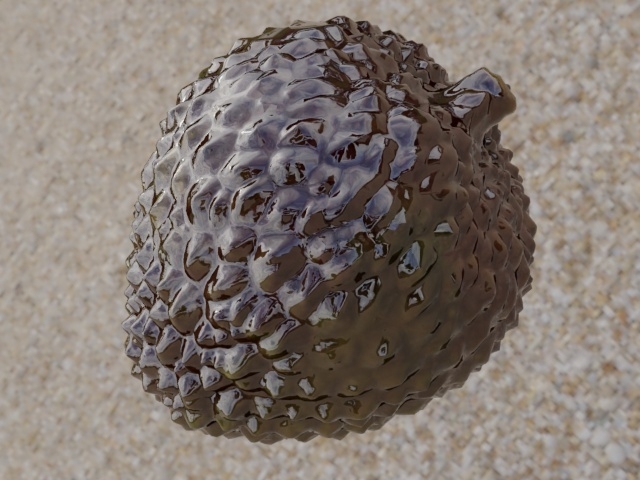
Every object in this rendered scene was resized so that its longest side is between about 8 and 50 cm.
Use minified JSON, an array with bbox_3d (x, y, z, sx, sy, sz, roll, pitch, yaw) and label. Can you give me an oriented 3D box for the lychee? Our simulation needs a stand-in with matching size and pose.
[{"bbox_3d":[0.000,0.000,0.703,0.271,0.236,0.236,-48,29,16],"label":"lychee"}]
